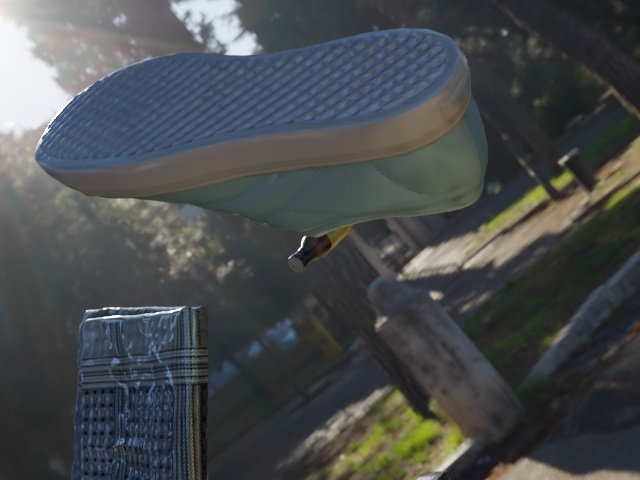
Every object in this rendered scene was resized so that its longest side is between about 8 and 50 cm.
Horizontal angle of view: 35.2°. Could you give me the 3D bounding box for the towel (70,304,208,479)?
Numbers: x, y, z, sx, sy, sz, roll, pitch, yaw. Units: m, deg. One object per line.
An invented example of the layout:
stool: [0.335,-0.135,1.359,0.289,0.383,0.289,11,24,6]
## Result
towel: [-0.225,0.231,1.184,0.056,0.312,0.324,4,-7,-35]

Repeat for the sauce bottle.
sauce bottle: [0.000,0.000,1.396,0.128,0.042,0.042,-43,0,-40]

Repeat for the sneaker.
sneaker: [-0.050,-0.053,0.761,0.366,0.150,0.135,1,48,30]

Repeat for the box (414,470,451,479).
box: [0.134,0.407,1.130,0.183,0.231,0.056,-37,2,-31]
